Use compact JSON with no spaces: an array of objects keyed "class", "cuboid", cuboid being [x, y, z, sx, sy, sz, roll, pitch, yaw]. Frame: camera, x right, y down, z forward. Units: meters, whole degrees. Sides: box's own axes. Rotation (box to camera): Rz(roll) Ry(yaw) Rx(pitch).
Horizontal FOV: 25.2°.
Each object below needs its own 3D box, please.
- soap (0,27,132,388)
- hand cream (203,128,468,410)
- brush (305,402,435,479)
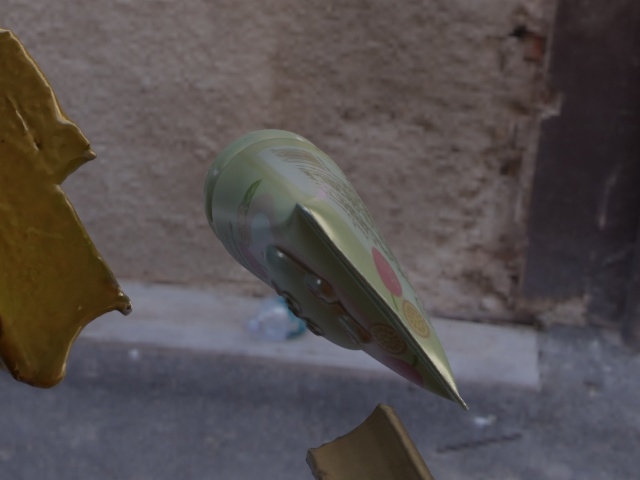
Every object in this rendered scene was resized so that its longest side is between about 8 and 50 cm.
[{"class":"soap","cuboid":[-0.261,-0.035,0.997,0.143,0.259,0.281,-35,18,-22]},{"class":"hand cream","cuboid":[0.000,0.000,0.862,0.093,0.147,0.306,-40,20,-4]},{"class":"brush","cuboid":[0.038,0.116,0.444,0.043,0.036,0.248,-35,18,0]}]
